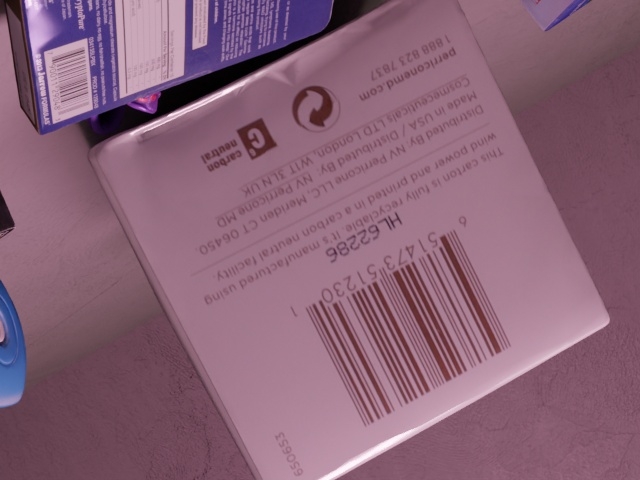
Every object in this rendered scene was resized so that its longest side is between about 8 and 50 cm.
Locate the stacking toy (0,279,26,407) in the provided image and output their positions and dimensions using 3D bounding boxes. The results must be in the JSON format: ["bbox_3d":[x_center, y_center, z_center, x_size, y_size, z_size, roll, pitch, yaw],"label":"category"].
[{"bbox_3d":[-0.501,0.140,1.105,0.302,0.175,0.166,-17,172,2],"label":"stacking toy"}]

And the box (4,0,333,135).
[{"bbox_3d":[-0.084,-0.160,0.616,0.225,0.036,0.136,-25,148,-26],"label":"box"}]

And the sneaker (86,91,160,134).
[{"bbox_3d":[-0.129,-0.134,0.719,0.068,0.071,0.170,-24,172,-42],"label":"sneaker"}]

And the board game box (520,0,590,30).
[{"bbox_3d":[0.373,-0.364,0.945,0.318,0.066,0.319,-36,177,-15],"label":"board game box"}]

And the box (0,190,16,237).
[{"bbox_3d":[-0.381,0.018,0.865,0.184,0.045,0.190,-27,-175,-31],"label":"box"}]

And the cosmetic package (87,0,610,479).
[{"bbox_3d":[0.000,0.000,0.964,0.329,0.327,0.393,-28,-176,-9],"label":"cosmetic package"}]
